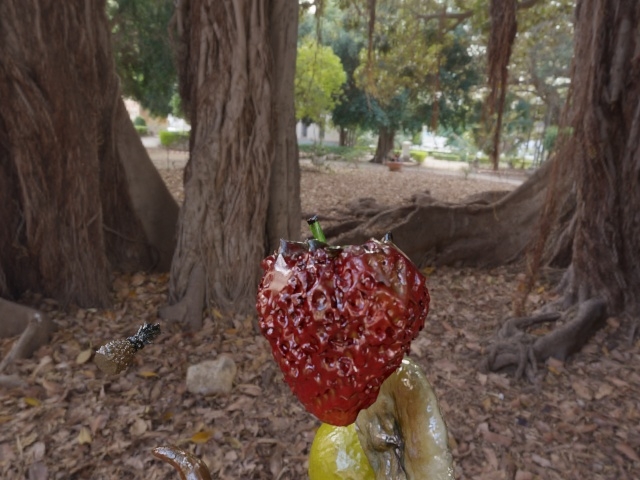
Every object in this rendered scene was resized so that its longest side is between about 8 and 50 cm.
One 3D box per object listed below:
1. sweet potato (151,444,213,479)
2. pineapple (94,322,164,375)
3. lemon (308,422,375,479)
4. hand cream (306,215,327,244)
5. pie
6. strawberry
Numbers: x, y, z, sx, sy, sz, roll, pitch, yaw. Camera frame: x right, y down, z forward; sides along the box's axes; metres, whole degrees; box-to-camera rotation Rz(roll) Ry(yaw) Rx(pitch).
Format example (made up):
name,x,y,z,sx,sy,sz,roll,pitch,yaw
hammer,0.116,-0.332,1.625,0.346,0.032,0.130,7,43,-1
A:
name,x,y,z,sx,sy,sz,roll,pitch,yaw
sweet potato,-0.266,0.509,0.958,0.078,0.058,0.255,-35,49,-24
pineapple,-0.322,0.175,0.782,0.058,0.058,0.124,9,28,21
lemon,0.073,0.345,0.713,0.181,0.180,0.193,14,2,39
hand cream,0.000,0.000,1.122,0.036,0.122,0.023,-26,-4,42
pie,0.106,0.239,0.563,0.052,0.185,0.218,5,33,-20
strawberry,0.017,0.089,0.486,0.187,0.201,0.184,10,-15,-4
